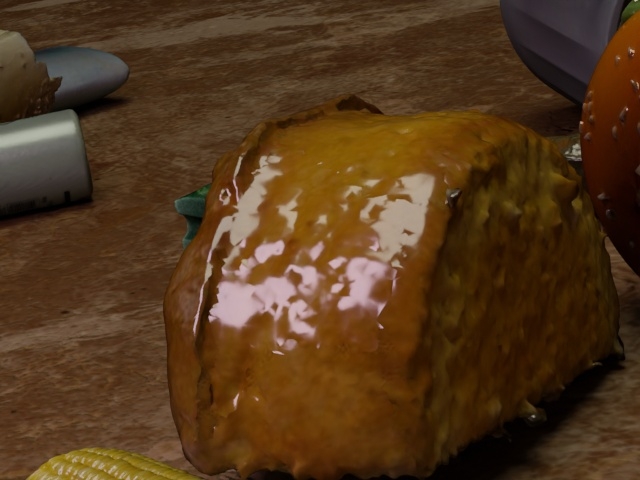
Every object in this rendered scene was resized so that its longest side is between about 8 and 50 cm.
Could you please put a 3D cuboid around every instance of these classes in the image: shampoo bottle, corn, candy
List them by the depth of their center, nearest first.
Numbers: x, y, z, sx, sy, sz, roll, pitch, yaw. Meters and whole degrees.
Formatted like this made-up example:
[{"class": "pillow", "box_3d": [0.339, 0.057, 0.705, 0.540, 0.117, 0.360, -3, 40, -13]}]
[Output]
[{"class": "corn", "box_3d": [-0.083, 0.149, 0.875, 0.165, 0.063, 0.085, 11, 3, 44]}, {"class": "shampoo bottle", "box_3d": [-0.344, -0.053, 1.559, 0.262, 0.085, 0.085, -13, 19, -11]}, {"class": "candy", "box_3d": [-0.320, -0.176, 1.929, 0.174, 0.071, 0.138, -25, 24, -39]}]

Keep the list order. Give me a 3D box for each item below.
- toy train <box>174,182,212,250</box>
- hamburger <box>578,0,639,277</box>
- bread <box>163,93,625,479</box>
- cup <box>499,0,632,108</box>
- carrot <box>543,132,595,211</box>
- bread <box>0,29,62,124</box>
[{"class": "toy train", "box_3d": [-0.001, 0.000, 1.176, 0.083, 0.132, 0.200, 10, 28, 41]}, {"class": "hamburger", "box_3d": [0.262, -0.056, 1.083, 0.170, 0.246, 0.246, -25, 24, -35]}, {"class": "bread", "box_3d": [0.045, 0.010, 0.989, 0.194, 0.179, 0.340, 5, 13, 32]}, {"class": "cup", "box_3d": [0.268, -0.222, 1.470, 0.323, 0.236, 0.327, 26, 11, -19]}, {"class": "carrot", "box_3d": [0.167, -0.053, 1.363, 0.342, 0.070, 0.070, 1, 21, 29]}, {"class": "bread", "box_3d": [-0.424, -0.123, 1.666, 0.314, 0.171, 0.192, -1, 22, 23]}]
